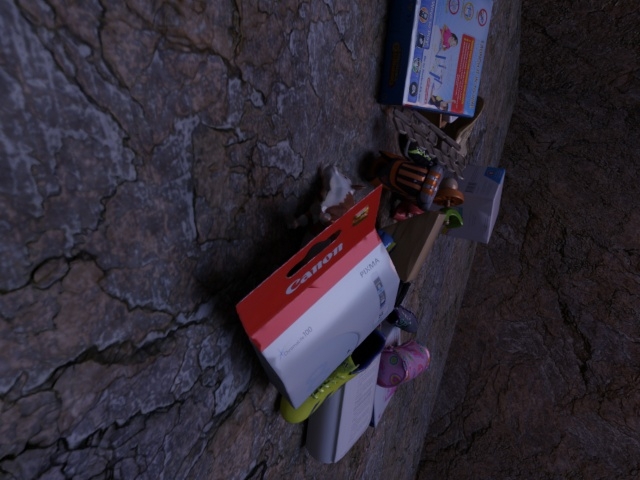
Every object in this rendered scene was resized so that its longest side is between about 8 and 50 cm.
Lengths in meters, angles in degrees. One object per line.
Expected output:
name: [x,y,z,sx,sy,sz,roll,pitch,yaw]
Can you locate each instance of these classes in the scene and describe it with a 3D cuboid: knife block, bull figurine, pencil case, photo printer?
knife block: [0.250,0.065,1.225,0.088,0.275,0.242,-7,78,-62]
bull figurine: [0.000,0.000,0.862,0.188,0.101,0.311,-1,102,-59]
pencil case: [0.257,0.382,1.354,0.284,0.124,0.124,14,89,-60]
photo printer: [0.070,0.390,1.153,0.256,0.107,0.308,-12,111,-60]

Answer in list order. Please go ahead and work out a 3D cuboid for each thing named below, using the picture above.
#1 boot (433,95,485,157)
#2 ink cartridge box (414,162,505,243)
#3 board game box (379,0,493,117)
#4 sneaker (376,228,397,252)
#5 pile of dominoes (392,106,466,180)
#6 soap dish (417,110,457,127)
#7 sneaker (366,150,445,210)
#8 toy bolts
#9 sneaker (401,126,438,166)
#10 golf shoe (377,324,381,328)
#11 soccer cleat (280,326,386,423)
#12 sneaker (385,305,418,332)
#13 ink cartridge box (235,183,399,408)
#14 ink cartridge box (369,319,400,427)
boot: [0.549,-0.416,1.677,0.262,0.095,0.203,-58,155,7]
ink cartridge box: [0.498,-0.147,1.557,0.198,0.269,0.197,-53,146,-38]
board game box: [0.305,-0.495,1.123,0.301,0.086,0.309,-5,107,-38]
sneaker: [0.114,0.051,1.154,0.209,0.082,0.069,-43,168,-23]
pile of dominoes: [0.285,-0.265,1.159,0.040,0.251,0.196,-49,-170,38]
soap dish: [0.414,-0.517,1.404,0.291,0.118,0.229,-42,136,-48]
sneaker: [0.227,-0.171,1.148,0.125,0.180,0.321,-67,166,2]
toy bolts: [0.323,-0.131,1.394,0.228,0.218,0.159,13,74,-31]
sneaker: [0.326,-0.281,1.361,0.234,0.097,0.084,39,67,-60]
golf shoe: [0.153,0.249,1.311,0.086,0.067,0.186,-83,169,-56]
soccer cleat: [0.028,0.287,0.947,0.289,0.093,0.121,-39,-177,-18]
sneaker: [0.240,0.250,1.366,0.223,0.083,0.098,44,28,-28]
ink cartridge box: [0.023,0.123,0.776,0.308,0.091,0.385,-40,155,-21]
ink cartridge box: [0.232,0.427,1.521,0.330,0.071,0.324,-45,138,-44]
